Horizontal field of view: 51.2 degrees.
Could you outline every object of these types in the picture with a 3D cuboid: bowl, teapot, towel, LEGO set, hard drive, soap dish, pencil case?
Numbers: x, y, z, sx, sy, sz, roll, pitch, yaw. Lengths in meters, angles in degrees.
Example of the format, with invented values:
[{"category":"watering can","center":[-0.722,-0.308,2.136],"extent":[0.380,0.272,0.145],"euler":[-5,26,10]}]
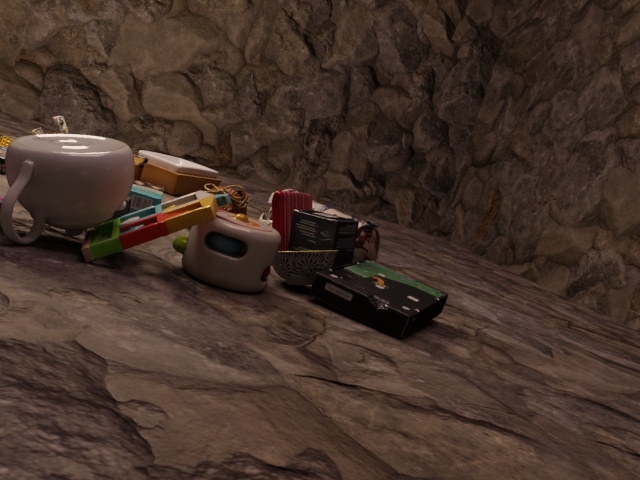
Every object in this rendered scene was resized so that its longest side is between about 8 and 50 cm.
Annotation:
[{"category":"bowl","center":[-0.041,0.063,1.564],"extent":[0.170,0.080,0.170],"euler":[-1,0,0]},{"category":"teapot","center":[-0.485,-0.098,1.297],"extent":[0.256,0.187,0.252],"euler":[-2,18,-27]},{"category":"towel","center":[-0.076,-0.036,1.864],"extent":[0.031,0.198,0.275],"euler":[1,2,18]},{"category":"LEGO set","center":[-0.958,-0.315,2.154],"extent":[0.287,0.132,0.107],"euler":[-21,15,-40]},{"category":"hard drive","center":[0.147,0.129,1.576],"extent":[0.237,0.064,0.339],"euler":[24,14,20]},{"category":"soap dish","center":[-0.545,-0.245,2.518],"extent":[0.229,0.118,0.291],"euler":[21,9,22]},{"category":"pencil case","center":[0.003,-0.043,2.150],"extent":[0.410,0.160,0.183],"euler":[26,-21,41]}]

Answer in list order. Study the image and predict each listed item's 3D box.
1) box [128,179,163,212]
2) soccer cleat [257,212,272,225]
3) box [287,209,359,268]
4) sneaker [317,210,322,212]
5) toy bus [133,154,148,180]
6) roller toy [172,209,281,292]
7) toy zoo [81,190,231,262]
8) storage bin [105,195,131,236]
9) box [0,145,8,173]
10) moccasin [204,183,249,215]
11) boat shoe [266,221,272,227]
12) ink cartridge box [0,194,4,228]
[{"category":"box","center":[-0.515,-0.124,1.952],"extent":[0.101,0.060,0.244],"euler":[16,8,-15]},{"category":"soccer cleat","center":[-0.127,-0.028,2.090],"extent":[0.196,0.076,0.068],"euler":[23,10,34]},{"category":"box","center":[0.003,0.010,1.734],"extent":[0.156,0.158,0.093],"euler":[16,11,40]},{"category":"sneaker","center":[0.000,0.000,1.913],"extent":[0.215,0.084,0.083],"euler":[-94,157,-53]},{"category":"toy bus","center":[-0.647,-0.223,2.178],"extent":[0.130,0.108,0.332],"euler":[14,9,-13]},{"category":"roller toy","center":[-0.184,0.014,1.414],"extent":[0.209,0.146,0.191],"euler":[11,10,-42]},{"category":"toy zoo","center":[-0.320,-0.041,1.328],"extent":[0.293,0.030,0.192],"euler":[-20,17,-10]},{"category":"storage bin","center":[-0.490,-0.067,1.497],"extent":[0.135,0.091,0.098],"euler":[16,8,-11]},{"category":"box","center":[-0.945,-0.242,1.866],"extent":[0.159,0.044,0.233],"euler":[15,8,-21]},{"category":"moccasin","center":[-0.297,-0.108,2.009],"extent":[0.139,0.147,0.380],"euler":[20,8,14]},{"category":"boat shoe","center":[-0.117,-0.027,1.941],"extent":[0.089,0.104,0.285],"euler":[8,14,17]},{"category":"ink cartridge box","center":[-0.750,-0.103,1.290],"extent":[0.311,0.065,0.186],"euler":[22,8,39]}]
